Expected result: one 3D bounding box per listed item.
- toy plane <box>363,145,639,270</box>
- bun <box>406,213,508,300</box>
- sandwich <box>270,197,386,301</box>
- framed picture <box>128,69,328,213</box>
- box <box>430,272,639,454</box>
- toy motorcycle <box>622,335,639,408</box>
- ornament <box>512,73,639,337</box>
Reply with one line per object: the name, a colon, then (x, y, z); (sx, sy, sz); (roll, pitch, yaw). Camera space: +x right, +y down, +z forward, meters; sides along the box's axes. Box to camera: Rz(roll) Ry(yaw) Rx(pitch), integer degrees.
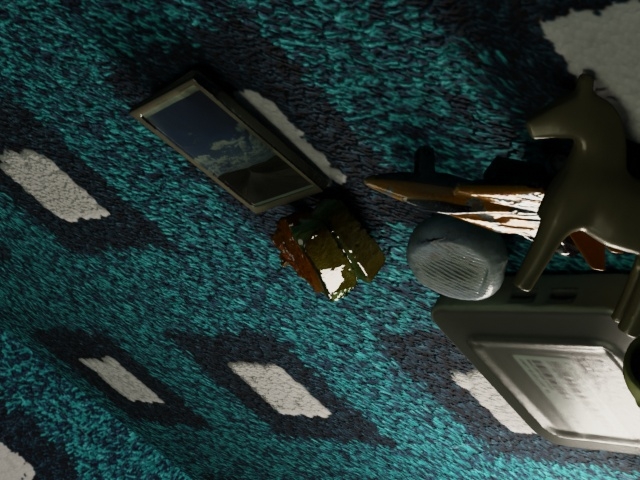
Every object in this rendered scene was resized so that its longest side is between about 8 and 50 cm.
toy plane: (0.207, -0.056, 1.398); (0.316, 0.103, 0.204); (16, 153, -6)
bun: (0.188, 0.014, 1.608); (0.140, 0.083, 0.141); (17, 144, 13)
sandwich: (-0.002, -0.005, 1.762); (0.160, 0.109, 0.185); (36, 164, 38)
framed picture: (-0.131, -0.136, 1.713); (0.260, 0.023, 0.189); (39, 150, -25)
box: (0.384, 0.187, 1.699); (0.373, 0.090, 0.367); (-3, 140, 50)
toy motorcycle: (0.517, 0.141, 1.383); (0.237, 0.169, 0.410); (23, 146, -14)
ornament: (0.304, -0.041, 1.302); (0.230, 0.245, 0.061); (21, -162, -9)
